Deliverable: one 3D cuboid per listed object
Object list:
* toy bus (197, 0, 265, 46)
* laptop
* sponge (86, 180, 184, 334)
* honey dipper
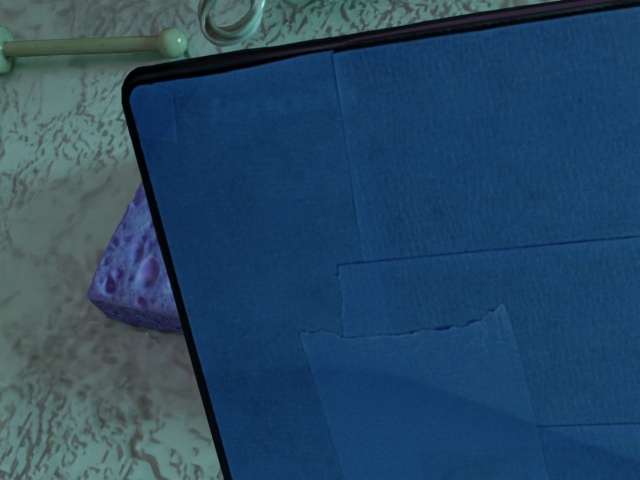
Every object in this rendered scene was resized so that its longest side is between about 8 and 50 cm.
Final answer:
[{"bbox_3d":[0.011,-0.223,0.662,0.202,0.104,0.190,-31,70,25],"label":"toy bus"},{"bbox_3d":[0.133,0.166,0.260,0.382,0.236,0.407,-5,56,20],"label":"laptop"},{"bbox_3d":[0.000,0.000,0.561,0.210,0.031,0.117,10,62,27],"label":"sponge"},{"bbox_3d":[-0.153,-0.117,0.708,0.161,0.030,0.030,0,57,20],"label":"honey dipper"}]
